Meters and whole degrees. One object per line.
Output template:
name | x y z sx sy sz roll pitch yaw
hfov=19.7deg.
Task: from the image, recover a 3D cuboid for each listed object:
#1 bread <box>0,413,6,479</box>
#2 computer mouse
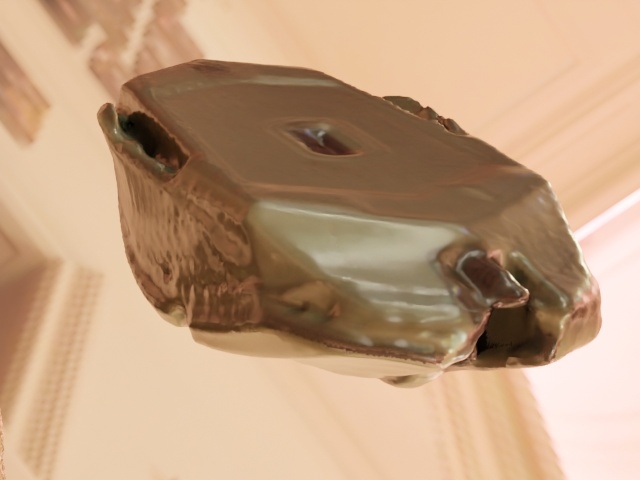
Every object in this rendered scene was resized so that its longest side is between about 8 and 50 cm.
bread | -0.258 0.139 1.237 0.056 0.207 0.286 -17 151 -27
computer mouse | 0.001 0.004 1.141 0.228 0.145 0.429 -2 -159 -27
